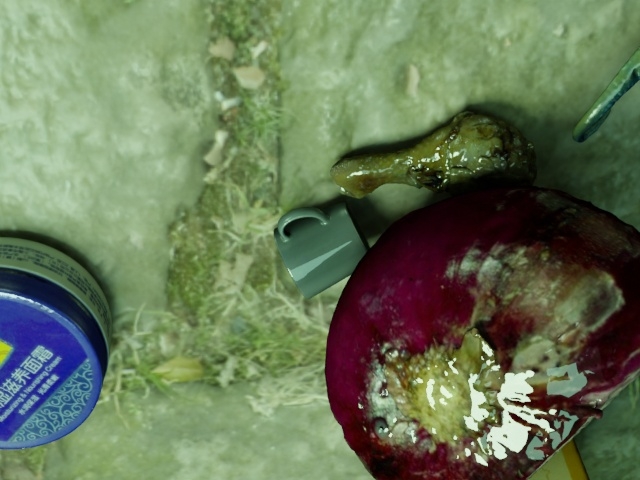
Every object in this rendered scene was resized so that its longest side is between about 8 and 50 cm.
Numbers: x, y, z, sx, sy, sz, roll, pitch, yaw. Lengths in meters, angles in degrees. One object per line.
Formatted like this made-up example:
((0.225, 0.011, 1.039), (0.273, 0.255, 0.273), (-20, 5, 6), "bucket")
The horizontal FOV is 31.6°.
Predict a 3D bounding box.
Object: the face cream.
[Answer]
((-0.314, 0.100, 1.129), (0.206, 0.111, 0.206), (-2, 123, -3), "face cream")

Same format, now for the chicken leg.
((0.107, -0.075, 1.085), (0.198, 0.069, 0.085), (-6, 148, 7), "chicken leg")

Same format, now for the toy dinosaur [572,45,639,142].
((0.351, -0.225, 0.993), (0.363, 0.076, 0.147), (-39, 129, 13), "toy dinosaur")

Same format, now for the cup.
((0.000, 0.000, 1.109), (0.077, 0.078, 0.100), (-27, 137, 7), "cup")

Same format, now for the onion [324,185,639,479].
((0.152, 0.082, 1.043), (0.260, 0.282, 0.337), (48, 126, 17), "onion")

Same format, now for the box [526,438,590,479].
((0.196, 0.328, 1.226), (0.214, 0.283, 0.259), (-18, 123, 5), "box")
